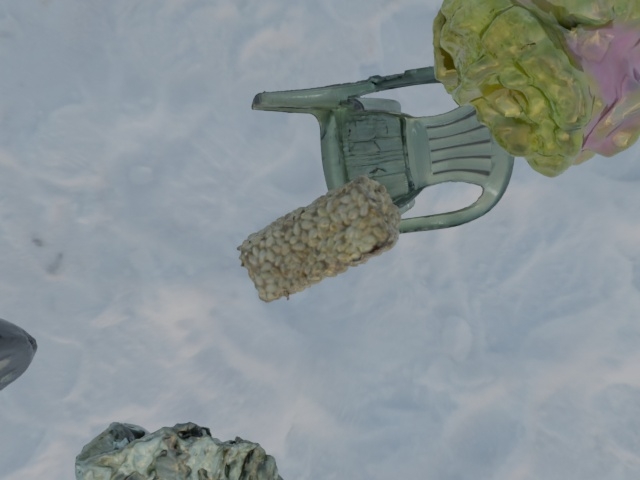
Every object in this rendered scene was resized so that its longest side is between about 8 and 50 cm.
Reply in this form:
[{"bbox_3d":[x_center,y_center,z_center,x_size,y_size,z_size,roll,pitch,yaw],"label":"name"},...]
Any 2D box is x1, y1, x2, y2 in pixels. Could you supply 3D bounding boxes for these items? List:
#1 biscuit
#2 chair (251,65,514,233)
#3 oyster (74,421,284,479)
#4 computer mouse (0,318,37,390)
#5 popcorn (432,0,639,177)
[{"bbox_3d":[0.000,0.000,1.075,0.168,0.070,0.082,-27,97,21],"label":"biscuit"},{"bbox_3d":[0.085,-0.098,1.251,0.190,0.274,0.203,-5,99,36],"label":"chair"},{"bbox_3d":[-0.066,0.203,0.751,0.199,0.252,0.087,27,64,5],"label":"oyster"},{"bbox_3d":[-0.470,0.164,1.232,0.269,0.170,0.100,-36,72,-3],"label":"computer mouse"},{"bbox_3d":[0.133,-0.110,0.609,0.145,0.126,0.126,17,124,-26],"label":"popcorn"}]
